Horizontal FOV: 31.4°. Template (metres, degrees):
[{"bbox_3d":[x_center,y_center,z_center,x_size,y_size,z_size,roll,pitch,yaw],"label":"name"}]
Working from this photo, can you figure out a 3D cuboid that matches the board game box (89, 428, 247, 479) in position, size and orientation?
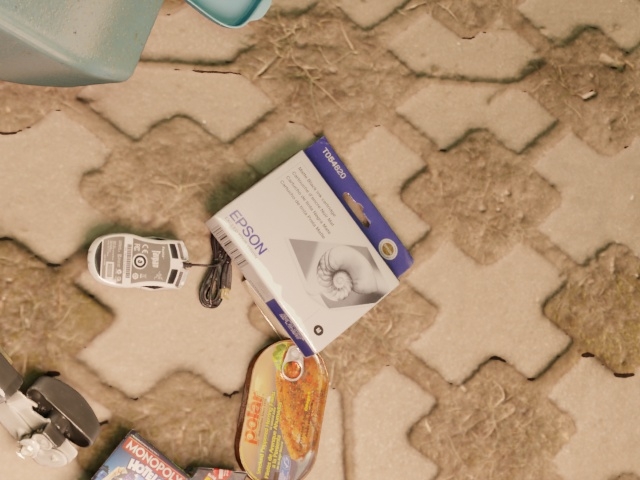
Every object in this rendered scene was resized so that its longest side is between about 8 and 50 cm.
[{"bbox_3d":[-0.190,0.326,1.379,0.194,0.060,0.194,43,69,-10],"label":"board game box"}]

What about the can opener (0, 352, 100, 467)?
[{"bbox_3d":[-0.373,0.154,1.310,0.280,0.074,0.093,52,38,-22],"label":"can opener"}]

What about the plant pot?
[{"bbox_3d":[-0.327,-0.303,1.328,0.252,0.247,0.248,34,69,-41],"label":"plant pot"}]

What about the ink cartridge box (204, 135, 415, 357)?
[{"bbox_3d":[0.000,0.000,1.481,0.224,0.045,0.223,-40,95,-29],"label":"ink cartridge box"}]

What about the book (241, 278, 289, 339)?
[{"bbox_3d":[-0.021,0.049,1.503,0.144,0.035,0.096,-38,95,-23],"label":"book"}]

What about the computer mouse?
[{"bbox_3d":[-0.202,0.027,1.432,0.192,0.042,0.106,7,84,-26],"label":"computer mouse"}]

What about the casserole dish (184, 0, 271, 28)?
[{"bbox_3d":[-0.151,-0.357,1.511,0.188,0.037,0.114,36,71,-12],"label":"casserole dish"}]

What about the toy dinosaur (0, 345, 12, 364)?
[{"bbox_3d":[-0.465,0.049,1.317,0.268,0.064,0.118,25,75,-22],"label":"toy dinosaur"}]

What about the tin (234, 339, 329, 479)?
[{"bbox_3d":[-0.051,0.222,1.461,0.106,0.040,0.190,15,79,-23],"label":"tin"}]
